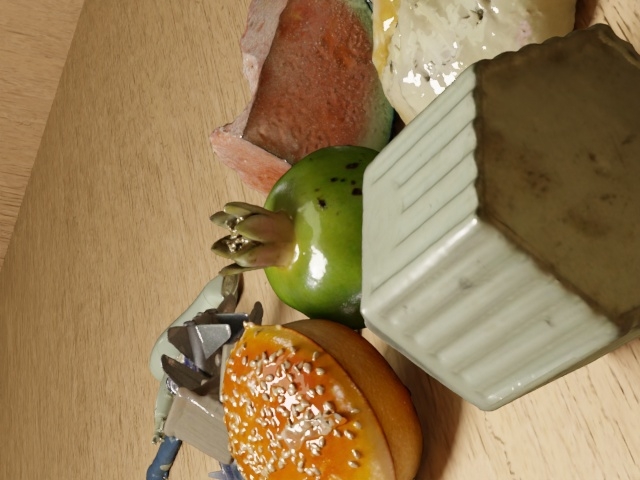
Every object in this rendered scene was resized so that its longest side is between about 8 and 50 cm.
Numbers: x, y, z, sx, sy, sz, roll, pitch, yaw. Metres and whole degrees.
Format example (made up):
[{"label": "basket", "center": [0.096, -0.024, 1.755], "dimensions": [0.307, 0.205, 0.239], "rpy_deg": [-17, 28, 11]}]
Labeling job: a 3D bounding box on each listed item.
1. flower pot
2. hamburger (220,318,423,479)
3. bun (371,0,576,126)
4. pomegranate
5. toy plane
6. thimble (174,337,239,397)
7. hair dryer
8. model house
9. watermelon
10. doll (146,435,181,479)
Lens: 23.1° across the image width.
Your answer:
[{"label": "flower pot", "center": [0.159, -0.014, 1.122], "dimensions": [0.189, 0.209, 0.239], "rpy_deg": [135, 142, -56]}, {"label": "hamburger", "center": [-0.001, 0.176, 1.475], "dimensions": [0.237, 0.147, 0.237], "rpy_deg": [43, 152, 29]}, {"label": "bun", "center": [0.120, -0.221, 1.423], "dimensions": [0.287, 0.146, 0.287], "rpy_deg": [-168, 90, -72]}, {"label": "pomegranate", "center": [0.000, -0.002, 1.519], "dimensions": [0.187, 0.225, 0.187], "rpy_deg": [7, 98, 57]}, {"label": "toy plane", "center": [-0.121, 0.210, 1.874], "dimensions": [0.088, 0.212, 0.267], "rpy_deg": [5, 109, 30]}, {"label": "thimble", "center": [-0.129, 0.170, 1.979], "dimensions": [0.115, 0.090, 0.102], "rpy_deg": [-112, 41, -59]}, {"label": "hair dryer", "center": [-0.181, 0.172, 2.078], "dimensions": [0.206, 0.075, 0.237], "rpy_deg": [-54, 14, 40]}, {"label": "model house", "center": [-0.069, 0.164, 1.716], "dimensions": [0.229, 0.188, 0.122], "rpy_deg": [-53, 48, 52]}, {"label": "watermelon", "center": [-0.012, -0.162, 1.666], "dimensions": [0.148, 0.226, 0.318], "rpy_deg": [2, 101, 48]}, {"label": "doll", "center": [-0.223, 0.311, 2.255], "dimensions": [0.037, 0.027, 0.125], "rpy_deg": [-104, 34, -48]}]
